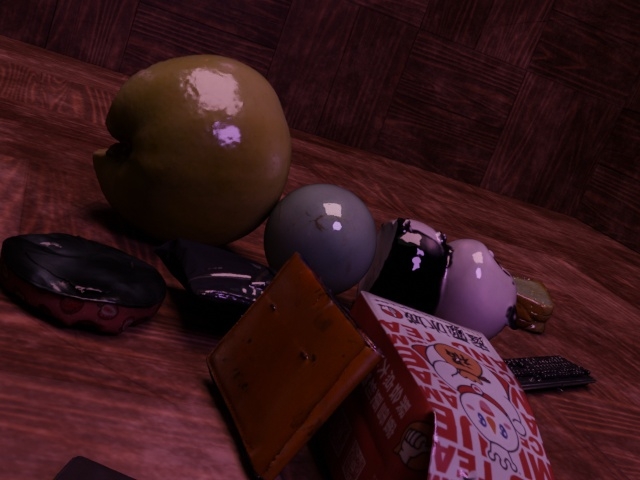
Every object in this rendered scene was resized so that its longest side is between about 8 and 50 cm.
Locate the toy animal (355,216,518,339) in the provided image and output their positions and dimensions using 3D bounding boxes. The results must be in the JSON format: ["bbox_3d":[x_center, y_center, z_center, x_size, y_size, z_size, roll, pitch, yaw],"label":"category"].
[{"bbox_3d":[0.182,0.067,1.260,0.235,0.165,0.187,16,-3,-7],"label":"toy animal"}]

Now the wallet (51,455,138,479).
[{"bbox_3d":[-0.124,0.205,0.599,0.156,0.018,0.082,22,14,4],"label":"wallet"}]

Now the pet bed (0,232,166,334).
[{"bbox_3d":[-0.270,0.042,0.948,0.201,0.053,0.201,20,14,-5],"label":"pet bed"}]

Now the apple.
[{"bbox_3d":[-0.186,-0.110,1.241,0.257,0.295,0.233,-7,67,-41],"label":"apple"}]

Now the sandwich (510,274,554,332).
[{"bbox_3d":[0.330,0.095,1.585,0.214,0.065,0.186,21,14,3],"label":"sandwich"}]

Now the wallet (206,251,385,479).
[{"bbox_3d":[-0.030,0.115,0.791,0.042,0.161,0.195,37,5,-32],"label":"wallet"}]

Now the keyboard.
[{"bbox_3d":[0.333,0.201,1.263,0.230,0.025,0.093,6,17,-46],"label":"keyboard"}]

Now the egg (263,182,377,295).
[{"bbox_3d":[0.000,0.000,1.224,0.168,0.168,0.231,20,-8,-2],"label":"egg"}]

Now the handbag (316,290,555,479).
[{"bbox_3d":[0.112,0.185,0.747,0.171,0.151,0.298,21,16,-23],"label":"handbag"}]

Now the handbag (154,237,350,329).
[{"bbox_3d":[-0.068,0.073,1.042,0.254,0.089,0.211,20,4,-27],"label":"handbag"}]
